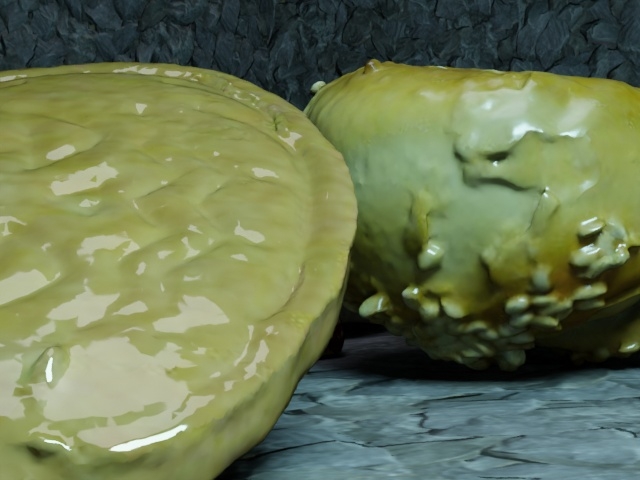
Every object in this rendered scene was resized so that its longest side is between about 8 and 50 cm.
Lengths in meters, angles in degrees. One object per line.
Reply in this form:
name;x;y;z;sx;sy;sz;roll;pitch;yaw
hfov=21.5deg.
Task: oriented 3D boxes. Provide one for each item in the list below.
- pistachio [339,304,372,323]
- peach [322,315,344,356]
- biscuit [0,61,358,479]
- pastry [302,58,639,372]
pistachio;0.000;0.000;1.333;0.138;0.153;0.238;-11;29;8
peach;-0.027;0.056;1.160;0.077;0.050;0.083;-3;0;-34
biscuit;-0.164;0.000;0.809;0.365;0.062;0.385;-3;29;-1
pastry;0.124;-0.013;1.071;0.285;0.184;0.316;8;4;27
